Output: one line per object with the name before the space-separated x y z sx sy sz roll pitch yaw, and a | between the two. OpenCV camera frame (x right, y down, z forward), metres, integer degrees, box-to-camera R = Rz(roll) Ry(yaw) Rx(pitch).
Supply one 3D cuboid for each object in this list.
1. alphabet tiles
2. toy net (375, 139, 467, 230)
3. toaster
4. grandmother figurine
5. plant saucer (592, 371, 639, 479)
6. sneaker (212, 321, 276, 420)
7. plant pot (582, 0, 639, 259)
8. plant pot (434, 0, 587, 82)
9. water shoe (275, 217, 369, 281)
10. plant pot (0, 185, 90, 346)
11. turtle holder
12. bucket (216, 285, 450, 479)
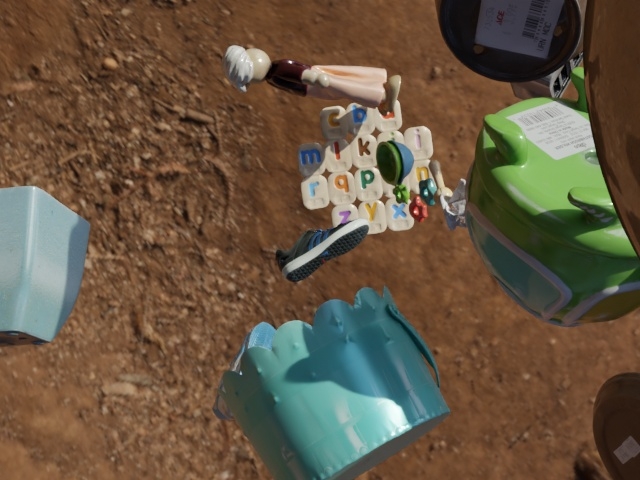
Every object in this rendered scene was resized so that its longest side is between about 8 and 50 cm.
alphabet tiles | 0.097 -0.150 1.855 0.284 0.021 0.278 -8 90 7
toy net | 0.155 -0.062 1.310 0.045 0.232 0.122 -14 123 -23
toaster | 0.454 -0.374 1.766 0.168 0.110 0.186 -60 156 -2
grandmother figurine | -0.026 -0.318 1.745 0.342 0.208 0.104 11 82 -8
plant saucer | 0.507 0.326 1.314 0.041 0.278 0.278 -27 125 -23
sneaker | -0.145 0.250 1.729 0.092 0.228 0.087 -31 111 37
plant pot | 0.227 -0.026 0.307 0.284 0.284 0.191 63 37 -36
plant pot | 0.178 -0.239 0.726 0.215 0.215 0.230 63 37 -36
water shoe | 0.000 0.000 1.774 0.203 0.080 0.073 -32 148 -3
plant pot | -0.591 0.065 1.638 0.247 0.252 0.248 -5 164 8
turtle holder | 0.310 -0.016 0.967 0.243 0.320 0.227 -50 156 -43
bucket | 0.023 0.208 1.160 0.281 0.183 0.281 -27 162 -10
